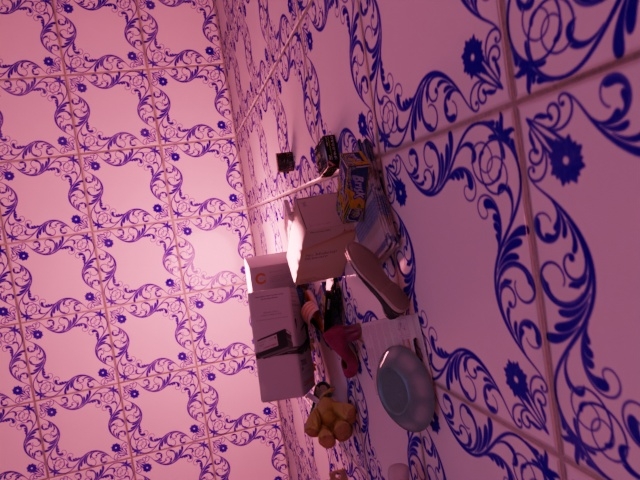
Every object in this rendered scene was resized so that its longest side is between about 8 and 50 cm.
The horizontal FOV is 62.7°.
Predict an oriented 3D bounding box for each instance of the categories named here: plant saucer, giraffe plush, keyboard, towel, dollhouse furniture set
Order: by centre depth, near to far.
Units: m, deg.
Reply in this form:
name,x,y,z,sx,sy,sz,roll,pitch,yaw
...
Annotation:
name,x,y,z,sx,sy,sz,roll,pitch,yaw
plant saucer,0.175,0.335,1.177,0.195,0.037,0.195,12,105,57
towel,0.117,-0.079,1.281,0.209,0.034,0.285,115,144,-65
keyboard,0.046,0.209,1.710,0.100,0.038,0.192,169,105,-70
giraffe plush,0.042,0.631,1.804,0.210,0.181,0.170,44,164,50
dollhouse furniture set,0.016,0.979,2.022,0.129,0.184,0.129,99,157,-50

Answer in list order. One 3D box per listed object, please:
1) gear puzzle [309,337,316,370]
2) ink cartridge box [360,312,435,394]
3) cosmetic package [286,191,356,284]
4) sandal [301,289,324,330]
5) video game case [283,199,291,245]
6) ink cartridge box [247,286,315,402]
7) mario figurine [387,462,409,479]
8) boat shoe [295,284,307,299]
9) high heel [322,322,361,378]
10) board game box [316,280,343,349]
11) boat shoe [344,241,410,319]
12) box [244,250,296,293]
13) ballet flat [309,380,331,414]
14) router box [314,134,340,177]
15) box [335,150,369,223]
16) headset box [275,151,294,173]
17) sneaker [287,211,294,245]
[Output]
name,x,y,z,sx,sy,sz,roll,pitch,yaw
gear puzzle,-0.111,0.423,2.236,0.339,0.175,0.044,59,-156,-6
ink cartridge box,0.190,0.266,1.226,0.225,0.056,0.181,-27,72,55
cosmetic package,0.000,0.000,1.529,0.309,0.160,0.113,103,153,-58
sandal,-0.041,0.275,2.014,0.265,0.076,0.102,-133,36,-64
video game case,-0.124,-0.035,2.168,0.183,0.023,0.201,94,162,-51
ink cartridge box,-0.141,0.386,1.994,0.285,0.166,0.394,39,-138,-79
mario figurine,0.232,0.643,1.209,0.320,0.170,0.198,-24,39,64
boat shoe,-0.077,0.200,2.177,0.043,0.049,0.137,29,141,14
high heel,0.057,0.348,1.605,0.244,0.117,0.082,96,159,-44
board game box,0.033,0.258,1.804,0.136,0.035,0.201,106,151,-58
boat shoe,0.117,0.094,1.202,0.206,0.075,0.065,51,139,19
box,-0.203,0.244,2.335,0.168,0.215,0.345,-139,43,-69
ballet flat,0.001,0.615,1.967,0.247,0.083,0.087,-86,-3,-67
router box,0.019,-0.244,1.537,0.122,0.038,0.092,140,120,-73
box,0.074,-0.123,1.240,0.059,0.054,0.169,-112,19,-45
headset box,-0.139,-0.301,2.052,0.032,0.062,0.083,-142,45,-70
sneaker,-0.070,-0.027,1.896,0.256,0.094,0.151,-142,49,-83
